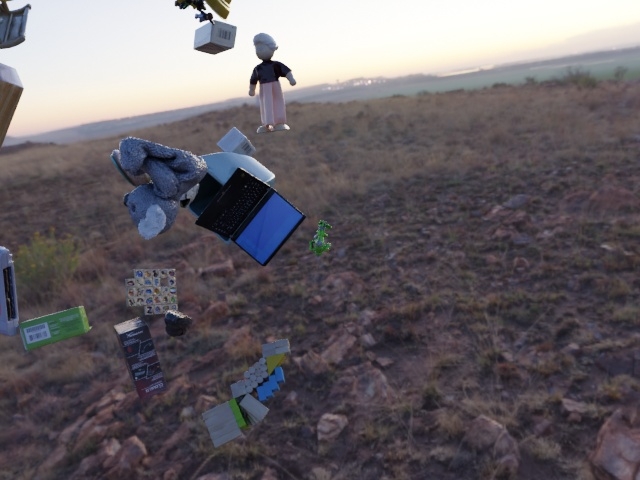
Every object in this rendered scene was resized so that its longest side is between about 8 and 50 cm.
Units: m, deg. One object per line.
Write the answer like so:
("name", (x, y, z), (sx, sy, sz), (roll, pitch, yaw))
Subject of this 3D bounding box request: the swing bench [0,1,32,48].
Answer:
("swing bench", (-1.050, -0.752, 1.553), (0.165, 0.255, 0.253), (-22, 49, -1))

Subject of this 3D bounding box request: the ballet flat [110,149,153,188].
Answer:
("ballet flat", (-0.549, -0.210, 1.564), (0.106, 0.108, 0.316), (-30, -13, -10))

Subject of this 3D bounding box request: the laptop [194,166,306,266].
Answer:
("laptop", (-0.225, -0.069, 1.648), (0.136, 0.234, 0.264), (45, 9, 35))

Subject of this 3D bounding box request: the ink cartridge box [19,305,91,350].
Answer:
("ink cartridge box", (-0.921, 0.300, 1.769), (0.188, 0.097, 0.255), (-15, 1, -21))

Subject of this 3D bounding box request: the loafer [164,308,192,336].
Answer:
("loafer", (-0.454, 0.268, 1.593), (0.076, 0.078, 0.223), (25, -15, 1))

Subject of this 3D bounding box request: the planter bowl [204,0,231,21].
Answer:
("planter bowl", (-0.335, -0.812, 1.581), (0.090, 0.217, 0.217), (-34, 11, 16))

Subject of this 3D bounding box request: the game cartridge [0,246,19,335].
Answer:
("game cartridge", (-1.065, 0.152, 1.602), (0.195, 0.295, 0.060), (11, 18, 18))

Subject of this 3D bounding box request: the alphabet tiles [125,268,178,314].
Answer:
("alphabet tiles", (-0.733, 0.224, 2.192), (0.009, 0.198, 0.237), (-13, -11, 42))

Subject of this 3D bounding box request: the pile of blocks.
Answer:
("pile of blocks", (-0.194, 0.466, 1.522), (0.149, 0.113, 0.362), (35, 71, 19))

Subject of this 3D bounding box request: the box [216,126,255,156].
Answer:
("box", (-0.334, -0.371, 1.998), (0.102, 0.101, 0.087), (-44, 62, -4))

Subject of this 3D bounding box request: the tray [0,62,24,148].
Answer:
("tray", (-1.091, -0.358, 1.639), (0.076, 0.411, 0.203), (15, 22, -45))

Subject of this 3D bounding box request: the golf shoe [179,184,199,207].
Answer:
("golf shoe", (-0.405, -0.164, 1.521), (0.069, 0.176, 0.086), (12, 60, 0))

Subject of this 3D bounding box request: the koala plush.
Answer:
("koala plush", (-0.390, -0.112, 1.214), (0.203, 0.222, 0.196), (11, 0, -17))

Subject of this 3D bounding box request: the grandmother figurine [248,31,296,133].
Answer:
("grandmother figurine", (-0.181, -0.567, 1.804), (0.207, 0.343, 0.104), (-4, 11, 19))

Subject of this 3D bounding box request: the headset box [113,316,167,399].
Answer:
("headset box", (-0.691, 0.461, 1.939), (0.110, 0.293, 0.218), (-19, 9, -26))

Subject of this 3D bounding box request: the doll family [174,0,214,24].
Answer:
("doll family", (-0.465, -0.859, 1.834), (0.193, 0.076, 0.111), (15, 0, -41))

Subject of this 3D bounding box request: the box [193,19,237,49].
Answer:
("box", (-0.459, -0.872, 2.170), (0.113, 0.094, 0.275), (5, 9, -29))

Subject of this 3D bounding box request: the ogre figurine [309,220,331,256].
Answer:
("ogre figurine", (0.000, 0.000, 2.337), (0.096, 0.118, 0.197), (18, -26, -15))

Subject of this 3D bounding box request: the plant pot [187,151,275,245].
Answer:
("plant pot", (-0.313, -0.184, 1.870), (0.247, 0.248, 0.252), (38, 45, 20))
